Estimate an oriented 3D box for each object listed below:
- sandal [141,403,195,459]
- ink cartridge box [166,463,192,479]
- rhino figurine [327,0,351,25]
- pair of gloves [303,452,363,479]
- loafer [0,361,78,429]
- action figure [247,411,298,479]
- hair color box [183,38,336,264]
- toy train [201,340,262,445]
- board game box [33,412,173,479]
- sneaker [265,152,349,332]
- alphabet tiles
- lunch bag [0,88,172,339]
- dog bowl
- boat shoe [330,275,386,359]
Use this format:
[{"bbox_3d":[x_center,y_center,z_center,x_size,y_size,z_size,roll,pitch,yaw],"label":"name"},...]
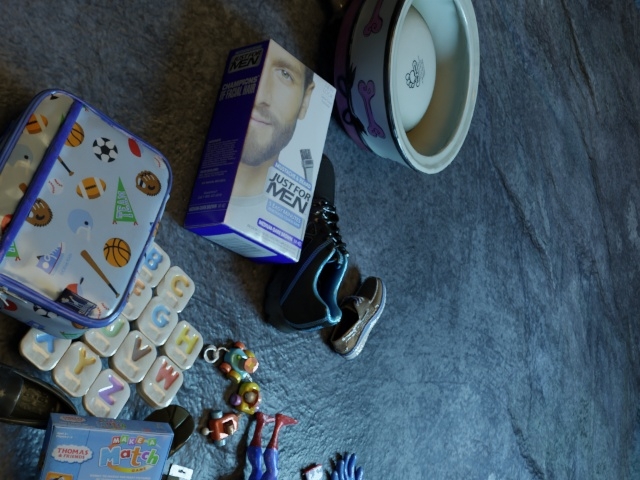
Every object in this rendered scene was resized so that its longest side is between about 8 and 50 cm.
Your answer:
[{"bbox_3d":[-0.281,0.315,1.161,0.219,0.060,0.090,-33,78,-37],"label":"sandal"},{"bbox_3d":[-0.220,0.398,1.257,0.048,0.028,0.083,34,62,-43],"label":"ink cartridge box"},{"bbox_3d":[0.045,-0.515,1.589,0.106,0.073,0.243,-15,101,-50],"label":"rhino figurine"},{"bbox_3d":[0.021,0.499,1.539,0.198,0.023,0.159,-2,89,-50],"label":"pair of gloves"},{"bbox_3d":[-0.406,0.188,1.011,0.223,0.078,0.076,35,60,-43],"label":"loafer"},{"bbox_3d":[-0.079,0.450,1.369,0.139,0.091,0.280,31,64,-34],"label":"action figure"},{"bbox_3d":[-0.096,-0.148,1.376,0.185,0.110,0.339,29,65,-44],"label":"hair color box"},{"bbox_3d":[-0.144,0.254,1.341,0.125,0.046,0.166,-6,93,-50],"label":"toy train"},{"bbox_3d":[-0.300,0.338,1.063,0.160,0.039,0.212,12,102,-27],"label":"board game box"},{"bbox_3d":[0.000,0.000,1.454,0.125,0.139,0.341,18,73,-46],"label":"sneaker"},{"bbox_3d":[-0.290,0.104,1.143,0.284,0.021,0.278,49,43,-21],"label":"alphabet tiles"},{"bbox_3d":[-0.341,-0.033,1.042,0.243,0.115,0.303,36,52,-29],"label":"lunch bag"},{"bbox_3d":[0.175,-0.343,1.626,0.408,0.150,0.408,-21,115,-54],"label":"dog bowl"},{"bbox_3d":[0.075,0.142,1.589,0.066,0.066,0.183,45,56,-37],"label":"boat shoe"}]
